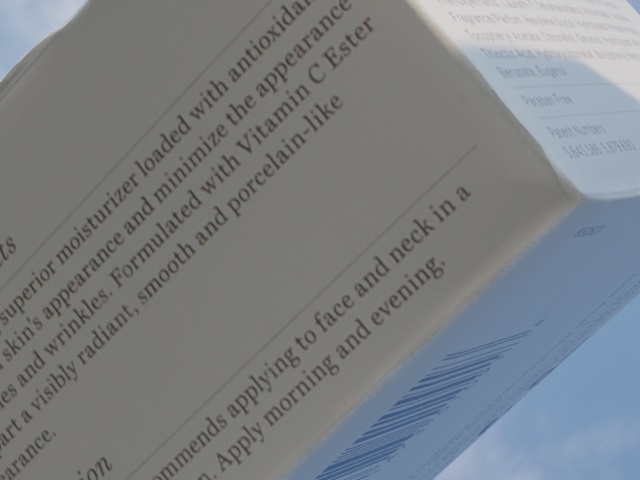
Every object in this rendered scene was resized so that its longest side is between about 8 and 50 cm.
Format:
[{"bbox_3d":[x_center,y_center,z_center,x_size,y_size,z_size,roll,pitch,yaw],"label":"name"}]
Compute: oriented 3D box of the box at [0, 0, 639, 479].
[{"bbox_3d":[0.000,0.000,0.495,0.181,0.182,0.119,-45,-106,23],"label":"box"}]
